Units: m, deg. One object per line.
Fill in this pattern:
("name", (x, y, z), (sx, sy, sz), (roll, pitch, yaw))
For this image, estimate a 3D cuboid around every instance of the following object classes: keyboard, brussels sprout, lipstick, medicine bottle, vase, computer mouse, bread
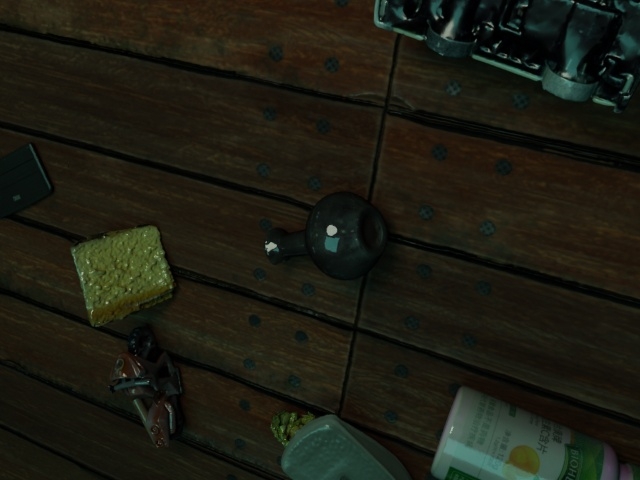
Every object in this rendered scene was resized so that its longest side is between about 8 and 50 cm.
("keyboard", (-0.552, -0.104, 1.090), (0.381, 0.041, 0.104), (-16, 101, 33))
("brussels sprout", (-0.044, 0.310, 0.990), (0.085, 0.085, 0.058), (42, 120, 5))
("lipstick", (-0.323, 0.334, 1.143), (0.018, 0.019, 0.094), (-21, 98, 27))
("medicine bottle", (0.294, 0.304, 0.810), (0.274, 0.133, 0.134), (20, 114, 15))
("vase", (0.000, 0.000, 0.851), (0.182, 0.120, 0.120), (-11, 103, 40))
("computer mouse", (0.048, 0.360, 0.949), (0.128, 0.079, 0.231), (-43, 99, 12))
("bread", (-0.321, 0.056, 0.982), (0.127, 0.152, 0.147), (-12, 100, 17))

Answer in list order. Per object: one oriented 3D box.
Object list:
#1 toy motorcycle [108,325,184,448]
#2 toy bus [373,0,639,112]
("toy motorcycle", (-0.295, 0.258, 1.049), (0.084, 0.118, 0.213), (-14, 102, 17))
("toy bus", (0.213, -0.256, 0.641), (0.275, 0.165, 0.134), (25, 129, 14))
